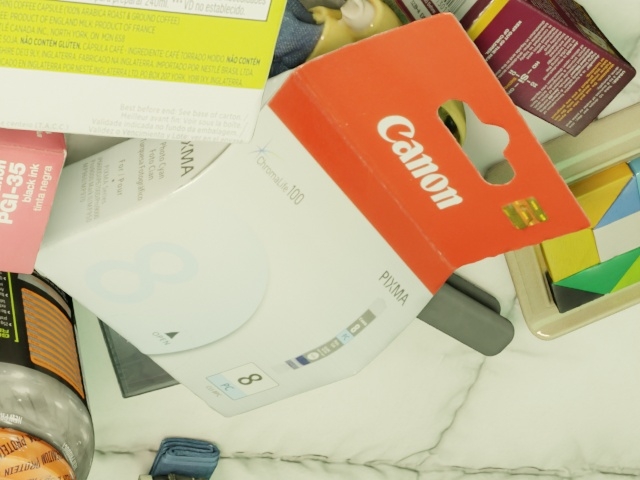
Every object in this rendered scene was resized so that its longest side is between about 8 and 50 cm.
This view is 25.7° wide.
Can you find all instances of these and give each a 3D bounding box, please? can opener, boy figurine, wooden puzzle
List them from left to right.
[{"bbox_3d":[0.004,-0.130,1.167,0.285,0.092,0.177,20,130,-36],"label":"boy figurine"},{"bbox_3d":[0.093,0.026,1.343,0.093,0.074,0.280,-42,128,16],"label":"can opener"},{"bbox_3d":[0.289,-0.015,1.394,0.221,0.044,0.239,-23,131,2],"label":"wooden puzzle"}]

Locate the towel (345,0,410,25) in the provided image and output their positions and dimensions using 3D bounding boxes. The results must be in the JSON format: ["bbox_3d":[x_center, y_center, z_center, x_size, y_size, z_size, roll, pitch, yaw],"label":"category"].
[{"bbox_3d":[0.048,-0.238,1.146,0.148,0.027,0.110,24,117,-32],"label":"towel"}]

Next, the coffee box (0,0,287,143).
[{"bbox_3d":[-0.194,-0.292,0.819,0.338,0.338,0.334,3,127,-18],"label":"coffee box"}]

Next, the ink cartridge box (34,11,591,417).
[{"bbox_3d":[0.000,0.000,1.168,0.385,0.091,0.308,-20,140,22],"label":"ink cartridge box"}]

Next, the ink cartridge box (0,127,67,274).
[{"bbox_3d":[-0.344,-0.093,1.017,0.283,0.207,0.117,8,125,-23],"label":"ink cartridge box"}]

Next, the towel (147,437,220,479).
[{"bbox_3d":[-0.153,0.257,1.482,0.067,0.029,0.119,9,124,-24],"label":"towel"}]

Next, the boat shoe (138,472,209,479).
[{"bbox_3d":[-0.150,0.339,1.473,0.079,0.084,0.233,-6,126,-14],"label":"boat shoe"}]

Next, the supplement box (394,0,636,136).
[{"bbox_3d":[0.162,-0.172,1.166,0.188,0.104,0.081,21,120,-42],"label":"supplement box"}]

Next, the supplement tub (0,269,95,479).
[{"bbox_3d":[-0.287,0.112,1.131,0.193,0.316,0.194,-8,130,-10],"label":"supplement tub"}]

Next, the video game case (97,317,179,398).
[{"bbox_3d":[-0.119,0.024,1.307,0.196,0.026,0.274,-14,130,-6],"label":"video game case"}]
